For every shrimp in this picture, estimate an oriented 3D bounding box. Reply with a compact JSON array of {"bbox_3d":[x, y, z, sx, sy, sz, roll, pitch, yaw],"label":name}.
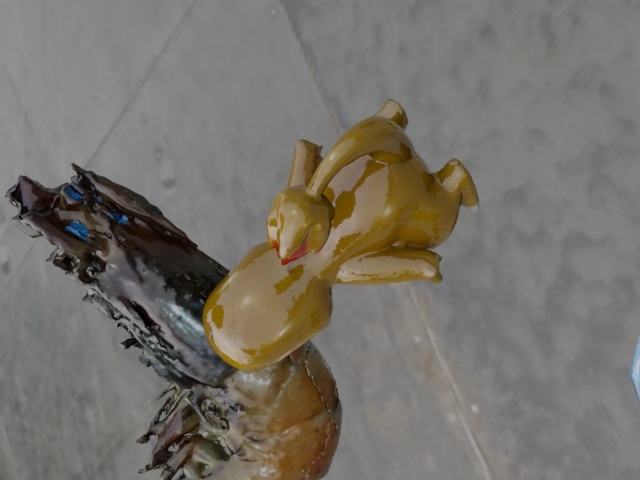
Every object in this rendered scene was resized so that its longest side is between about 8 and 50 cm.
[{"bbox_3d":[-0.126,0.095,0.625,0.290,0.222,0.054,50,180,-20],"label":"shrimp"}]

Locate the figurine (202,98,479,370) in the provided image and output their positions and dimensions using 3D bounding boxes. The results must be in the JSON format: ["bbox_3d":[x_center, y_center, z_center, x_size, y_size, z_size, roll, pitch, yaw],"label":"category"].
[{"bbox_3d":[-0.002,0.001,0.542,0.121,0.122,0.176,44,98,19],"label":"figurine"}]

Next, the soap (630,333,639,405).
[{"bbox_3d":[0.469,0.135,0.980,0.293,0.077,0.156,13,115,18],"label":"soap"}]
